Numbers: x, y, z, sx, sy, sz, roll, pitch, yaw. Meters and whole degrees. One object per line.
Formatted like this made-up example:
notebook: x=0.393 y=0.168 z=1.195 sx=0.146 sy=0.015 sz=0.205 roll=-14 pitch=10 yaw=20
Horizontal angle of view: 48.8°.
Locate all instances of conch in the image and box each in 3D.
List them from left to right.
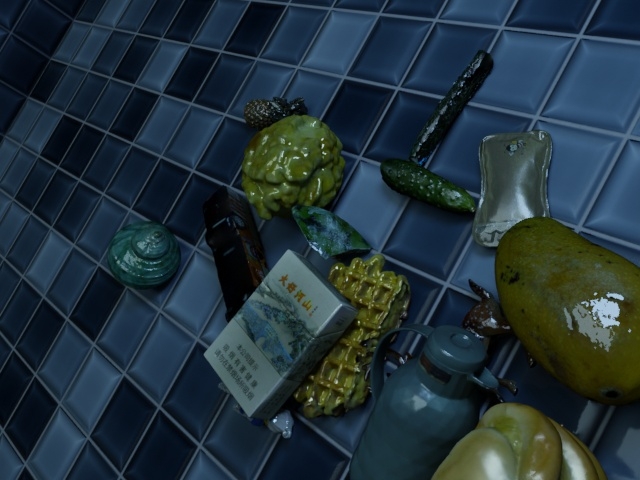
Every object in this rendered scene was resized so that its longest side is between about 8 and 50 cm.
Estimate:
conch: x=-0.415 y=0.022 z=1.668 sx=0.202 sy=0.134 sz=0.196 roll=-13 pitch=61 yaw=35

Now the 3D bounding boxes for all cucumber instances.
cucumber: x=0.194 y=-0.096 z=1.276 sx=0.227 sy=0.069 sz=0.069 roll=30 pitch=88 yaw=41
cucumber: x=0.241 y=-0.247 z=1.335 sx=0.256 sy=0.043 sz=0.044 roll=-56 pitch=40 yaw=3

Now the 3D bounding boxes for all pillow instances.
pillow: x=0.325 y=-0.089 z=1.184 sx=0.130 sy=0.033 sz=0.217 roll=0 pitch=67 yaw=26

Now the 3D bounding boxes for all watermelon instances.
watermelon: x=0.001 y=-0.009 z=1.332 sx=0.155 sy=0.101 sz=0.080 roll=52 pitch=136 yaw=1

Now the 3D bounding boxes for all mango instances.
mango: x=0.351 y=0.079 z=0.985 sx=0.329 sy=0.177 sz=0.175 roll=55 pitch=137 yaw=40

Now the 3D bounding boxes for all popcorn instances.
popcorn: x=-0.064 y=-0.146 z=1.437 sx=0.235 sy=0.181 sz=0.217 roll=-54 pitch=42 yaw=-4

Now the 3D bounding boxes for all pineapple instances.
pineapple: x=-0.100 y=-0.299 z=1.630 sx=0.159 sy=0.074 sz=0.074 roll=-3 pitch=66 yaw=33

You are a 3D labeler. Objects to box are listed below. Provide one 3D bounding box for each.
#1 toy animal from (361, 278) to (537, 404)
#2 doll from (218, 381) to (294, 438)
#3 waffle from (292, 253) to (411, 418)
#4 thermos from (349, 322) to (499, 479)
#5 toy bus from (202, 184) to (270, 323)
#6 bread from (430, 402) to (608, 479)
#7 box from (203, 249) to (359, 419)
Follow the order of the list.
toy animal: x=0.216 y=0.187 z=1.114 sx=0.260 sy=0.087 sz=0.243 roll=25 pitch=72 yaw=45
doll: x=-0.112 y=0.294 z=1.329 sx=0.114 sy=0.057 sz=0.227 roll=-54 pitch=43 yaw=-3
waffle: x=0.042 y=0.172 z=1.262 sx=0.309 sy=0.065 sz=0.283 roll=-35 pitch=47 yaw=25
thermos: x=0.137 y=0.241 z=1.005 sx=0.182 sy=0.145 sz=0.286 roll=38 pitch=124 yaw=35
toy bus: x=-0.165 y=0.055 z=1.472 sx=0.093 sy=0.092 sz=0.408 roll=-37 pitch=49 yaw=21
bread: x=0.230 y=0.363 z=0.875 sx=0.211 sy=0.270 sz=0.315 roll=32 pitch=83 yaw=30
box: x=-0.073 y=0.167 z=1.252 sx=0.256 sy=0.069 sz=0.164 roll=-51 pitch=54 yaw=7
